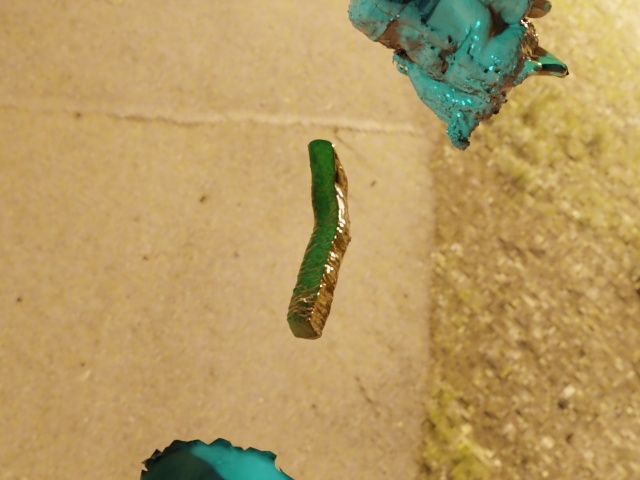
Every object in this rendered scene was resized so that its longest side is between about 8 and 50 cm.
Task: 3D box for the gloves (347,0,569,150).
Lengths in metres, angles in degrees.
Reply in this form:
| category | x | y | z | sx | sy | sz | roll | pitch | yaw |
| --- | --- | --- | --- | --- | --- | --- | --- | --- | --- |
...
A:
| category | x | y | z | sx | sy | sz | roll | pitch | yaw |
| --- | --- | --- | --- | --- | --- | --- | --- | --- | --- |
| gloves | 0.087 | -0.139 | 0.810 | 0.144 | 0.094 | 0.110 | 49 | 62 | -7 |

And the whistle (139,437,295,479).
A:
| category | x | y | z | sx | sy | sz | roll | pitch | yaw |
| --- | --- | --- | --- | --- | --- | --- | --- | --- | --- |
| whistle | -0.076 | 0.195 | 0.442 | 0.062 | 0.312 | 0.062 | 15 | 36 | -11 |

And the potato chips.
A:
| category | x | y | z | sx | sy | sz | roll | pitch | yaw |
| --- | --- | --- | --- | --- | --- | --- | --- | --- | --- |
| potato chips | 0.000 | 0.000 | 0.769 | 0.037 | 0.026 | 0.204 | 59 | 22 | -29 |
